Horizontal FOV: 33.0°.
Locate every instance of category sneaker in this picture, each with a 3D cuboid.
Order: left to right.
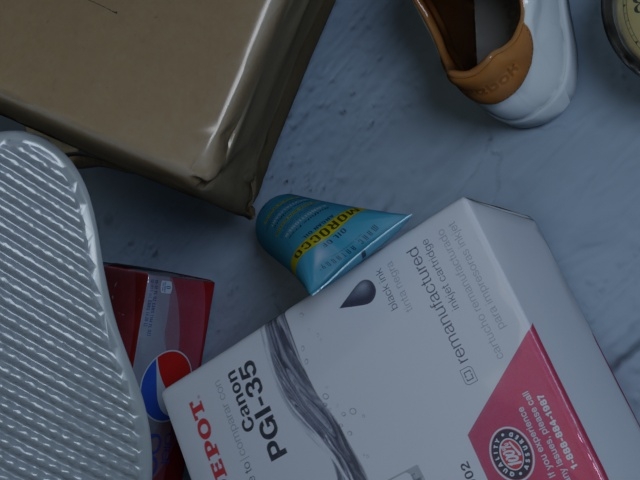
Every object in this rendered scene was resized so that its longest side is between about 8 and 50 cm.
[{"bbox_3d":[-0.209,0.103,0.838,0.150,0.135,0.366,175,92,-74],"label":"sneaker"},{"bbox_3d":[0.110,-0.229,0.745,0.106,0.123,0.290,-19,71,33],"label":"sneaker"}]

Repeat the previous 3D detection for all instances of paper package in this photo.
[{"bbox_3d":[-0.150,-0.222,0.813,0.325,0.168,0.309,23,88,10],"label":"paper package"}]

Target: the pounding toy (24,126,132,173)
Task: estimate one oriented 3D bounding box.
[{"bbox_3d":[-0.187,-0.186,0.978,0.154,0.155,0.269,-14,84,4],"label":"pounding toy"}]

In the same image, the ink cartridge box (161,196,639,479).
[{"bbox_3d":[0.051,0.133,0.733,0.283,0.117,0.207,-34,66,26],"label":"ink cartridge box"}]

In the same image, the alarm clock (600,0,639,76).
[{"bbox_3d":[0.245,-0.132,0.670,0.129,0.064,0.192,-3,79,34],"label":"alarm clock"}]

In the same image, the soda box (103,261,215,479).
[{"bbox_3d":[-0.166,0.153,0.903,0.092,0.083,0.263,9,89,36],"label":"soda box"}]

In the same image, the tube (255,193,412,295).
[{"bbox_3d":[0.000,0.000,0.758,0.080,0.052,0.207,-44,15,-7],"label":"tube"}]
